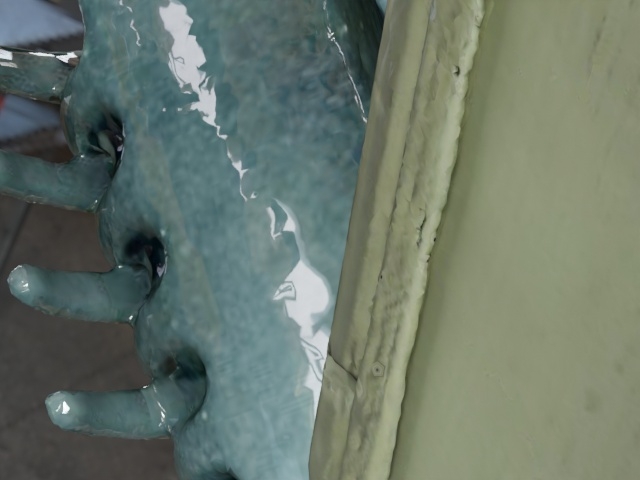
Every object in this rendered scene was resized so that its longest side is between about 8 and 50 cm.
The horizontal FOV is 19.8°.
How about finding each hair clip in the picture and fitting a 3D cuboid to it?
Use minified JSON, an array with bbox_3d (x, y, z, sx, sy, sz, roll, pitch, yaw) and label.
[{"bbox_3d":[0.000,0.000,0.843,0.392,0.238,0.318,21,47,-68],"label":"hair clip"}]

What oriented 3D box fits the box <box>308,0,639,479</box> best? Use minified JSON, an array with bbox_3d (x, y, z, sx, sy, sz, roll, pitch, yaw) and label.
[{"bbox_3d":[0.175,0.023,0.342,0.177,0.352,0.344,-22,51,-31],"label":"box"}]
